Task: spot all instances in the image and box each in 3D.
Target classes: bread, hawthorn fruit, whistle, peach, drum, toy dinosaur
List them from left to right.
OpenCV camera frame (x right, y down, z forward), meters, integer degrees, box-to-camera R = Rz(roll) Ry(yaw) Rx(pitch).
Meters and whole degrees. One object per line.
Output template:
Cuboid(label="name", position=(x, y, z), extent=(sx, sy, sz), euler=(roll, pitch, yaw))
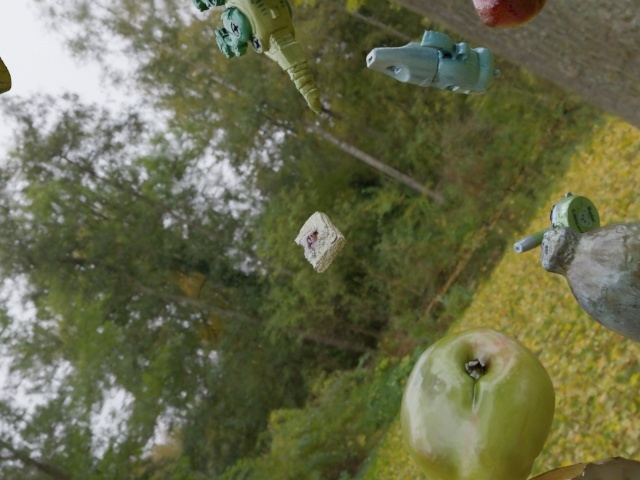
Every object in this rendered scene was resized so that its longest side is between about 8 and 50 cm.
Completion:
Cuboid(label="toy dinosaur", position=(-0.070, -0.261, 0.888), extent=(0.094, 0.259, 0.153), euler=(-29, 12, -25))
Cuboid(label="bread", position=(0.000, 0.000, 1.158), extent=(0.070, 0.035, 0.083), euler=(-52, 42, 22))
Cuboid(label="whistle", position=(0.221, -0.332, 1.438), extent=(0.186, 0.274, 0.093), euler=(163, 109, -70))
Cuboid(label="peach", position=(0.294, 0.335, 1.450), extent=(0.314, 0.282, 0.315), euler=(-57, -25, -35))
Cuboid(label="hawthorn fruit", position=(0.421, -0.541, 1.628), extent=(0.194, 0.157, 0.157), euler=(5, 62, 59))
Cuboid(label="drum", position=(0.533, -0.007, 1.680), extent=(0.253, 0.130, 0.049), euler=(-39, 12, -29))

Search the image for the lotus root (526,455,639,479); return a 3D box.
Cuboid(label="lotus root", position=(0.166, 0.261, 0.489), extent=(0.188, 0.199, 0.180), euler=(-28, -17, -23))

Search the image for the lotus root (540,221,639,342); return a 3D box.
Cuboid(label="lotus root", position=(0.468, 0.068, 1.044), extent=(0.175, 0.350, 0.174), euler=(-163, 90, -78))

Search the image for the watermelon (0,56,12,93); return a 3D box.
Cuboid(label="watermelon", position=(-0.700, -0.360, 1.440), extent=(0.128, 0.159, 0.303), euler=(-35, -35, -20))
